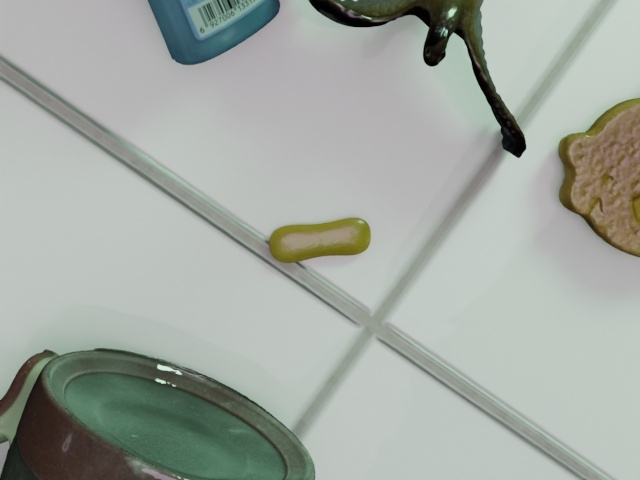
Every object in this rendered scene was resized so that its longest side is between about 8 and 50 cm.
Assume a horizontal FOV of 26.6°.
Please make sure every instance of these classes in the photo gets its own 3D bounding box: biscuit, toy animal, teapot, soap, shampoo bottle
[{"bbox_3d":[0.330,-0.074,1.187,0.248,0.035,0.184,-27,100,-2],"label":"biscuit"},{"bbox_3d":[0.090,-0.196,1.071,0.272,0.197,0.160,26,92,-5],"label":"toy animal"},{"bbox_3d":[-0.202,0.257,1.099,0.315,0.233,0.312,27,101,19],"label":"teapot"},{"bbox_3d":[0.000,0.000,1.170,0.089,0.012,0.034,-8,99,-5],"label":"soap"},{"bbox_3d":[-0.118,-0.268,1.043,0.104,0.061,0.258,-35,125,-18],"label":"shampoo bottle"}]
